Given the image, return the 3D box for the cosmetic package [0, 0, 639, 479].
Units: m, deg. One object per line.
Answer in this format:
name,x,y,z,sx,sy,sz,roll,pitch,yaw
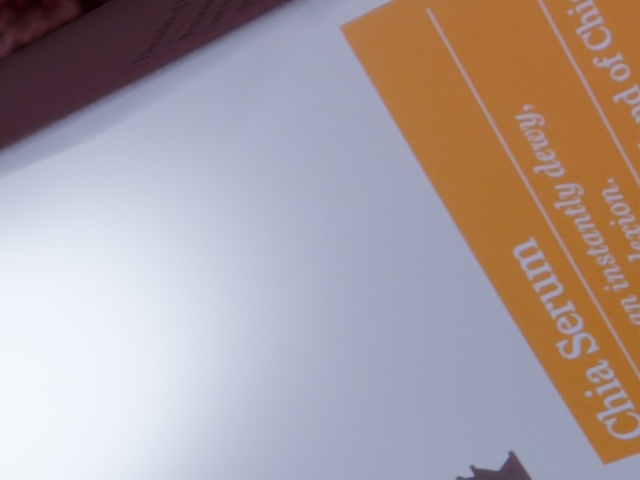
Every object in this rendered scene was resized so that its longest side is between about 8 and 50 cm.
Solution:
cosmetic package,0.000,0.000,0.632,0.453,0.161,0.230,-24,112,25
